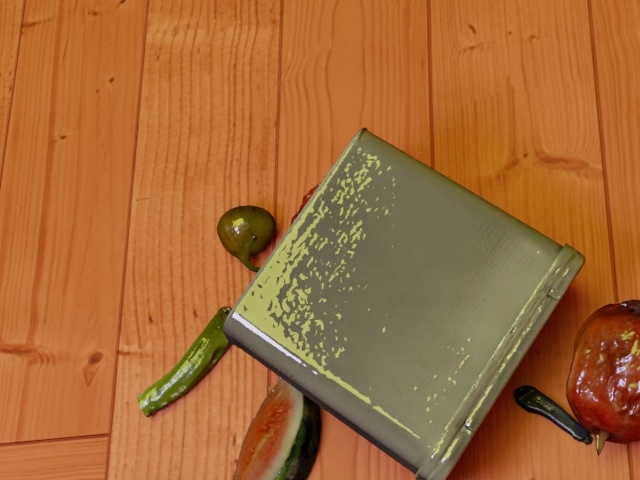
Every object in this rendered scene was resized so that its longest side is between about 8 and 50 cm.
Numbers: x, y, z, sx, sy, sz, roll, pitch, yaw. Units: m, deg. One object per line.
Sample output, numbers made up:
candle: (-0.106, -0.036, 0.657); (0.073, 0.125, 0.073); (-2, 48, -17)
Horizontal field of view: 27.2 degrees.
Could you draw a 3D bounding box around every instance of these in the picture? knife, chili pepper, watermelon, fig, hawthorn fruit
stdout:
knife: (0.307, 0.230, 1.746); (0.121, 0.018, 0.031); (36, 74, 30)
chili pepper: (-0.189, 0.181, 1.943); (0.052, 0.050, 0.201); (45, 83, -5)
watermelon: (-0.066, 0.289, 1.840); (0.119, 0.063, 0.245); (10, 69, 39)
fig: (-0.114, -0.004, 1.989); (0.082, 0.084, 0.098); (-20, 60, 52)
hawthorn fruit: (0.390, 0.163, 1.668); (0.179, 0.173, 0.173); (-30, 58, 4)

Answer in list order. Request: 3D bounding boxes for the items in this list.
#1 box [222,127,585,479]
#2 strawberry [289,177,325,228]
box: (0.107, 0.083, 1.734); (0.344, 0.177, 0.352); (34, 80, 7)
strawberry: (0.006, -0.002, 1.896); (0.175, 0.107, 0.235); (-28, 47, 24)
